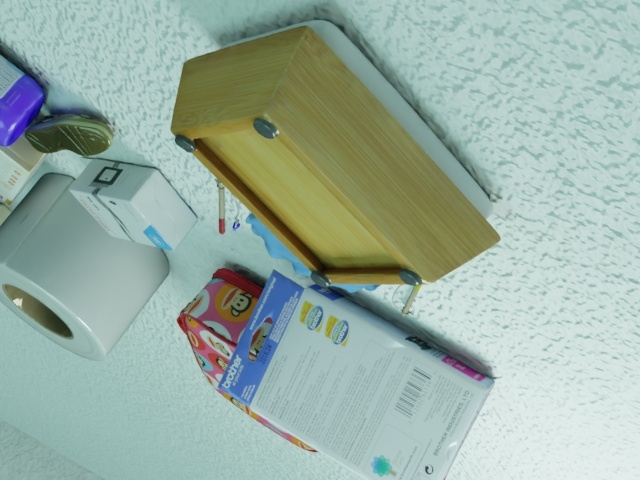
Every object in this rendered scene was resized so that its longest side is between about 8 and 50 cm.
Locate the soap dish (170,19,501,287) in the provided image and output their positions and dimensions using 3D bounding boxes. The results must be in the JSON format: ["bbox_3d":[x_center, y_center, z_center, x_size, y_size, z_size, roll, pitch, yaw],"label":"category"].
[{"bbox_3d":[0.005,-0.072,1.307,0.291,0.118,0.229,45,156,-25],"label":"soap dish"}]

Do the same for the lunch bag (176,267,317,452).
[{"bbox_3d":[-0.090,0.168,1.917,0.258,0.120,0.293,29,157,18],"label":"lunch bag"}]

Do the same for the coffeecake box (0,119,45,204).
[{"bbox_3d":[-0.454,-0.137,1.857,0.142,0.068,0.185,39,157,-9],"label":"coffeecake box"}]

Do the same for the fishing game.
[{"bbox_3d":[0.000,0.000,1.565,0.264,0.041,0.189,23,156,8],"label":"fishing game"}]

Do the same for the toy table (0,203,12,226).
[{"bbox_3d":[-0.620,-0.042,2.200,0.252,0.161,0.274,6,144,50],"label":"toy table"}]

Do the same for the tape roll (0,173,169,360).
[{"bbox_3d":[-0.371,0.042,2.002,0.246,0.169,0.246,30,158,13],"label":"tape roll"}]

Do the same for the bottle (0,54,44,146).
[{"bbox_3d":[-0.485,-0.237,1.704,0.283,0.092,0.118,38,164,-5],"label":"bottle"}]

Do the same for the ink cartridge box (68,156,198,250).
[{"bbox_3d":[-0.262,-0.051,1.803,0.180,0.060,0.104,11,148,46],"label":"ink cartridge box"}]

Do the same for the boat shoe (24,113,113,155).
[{"bbox_3d":[-0.318,-0.142,1.733,0.153,0.048,0.056,-1,135,43],"label":"boat shoe"}]

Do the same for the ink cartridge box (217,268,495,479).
[{"bbox_3d":[0.041,0.183,1.690,0.311,0.186,0.065,28,-165,13],"label":"ink cartridge box"}]
